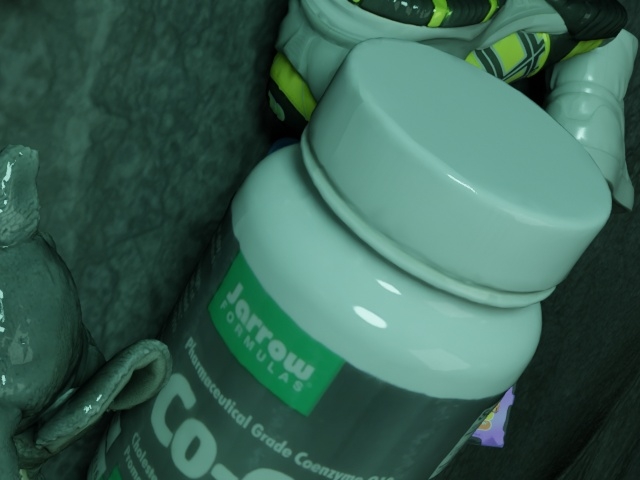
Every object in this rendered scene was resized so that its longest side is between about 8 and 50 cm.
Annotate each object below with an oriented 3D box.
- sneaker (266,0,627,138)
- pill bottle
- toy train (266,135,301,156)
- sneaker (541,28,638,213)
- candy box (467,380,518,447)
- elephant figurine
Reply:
[{"bbox_3d":[0.096,-0.167,0.856,0.385,0.145,0.147,-13,150,-48],"label":"sneaker"},{"bbox_3d":[0.008,0.068,0.716,0.204,0.204,0.361,-11,140,-50],"label":"pill bottle"},{"bbox_3d":[0.000,0.000,0.855,0.080,0.105,0.184,-7,121,-51],"label":"toy train"},{"bbox_3d":[0.267,-0.122,1.119,0.292,0.108,0.169,32,68,-77],"label":"sneaker"},{"bbox_3d":[0.086,0.060,0.943,0.165,0.070,0.196,11,96,-15],"label":"candy box"},{"bbox_3d":[-0.176,0.073,0.662,0.239,0.186,0.169,28,49,-68],"label":"elephant figurine"}]
